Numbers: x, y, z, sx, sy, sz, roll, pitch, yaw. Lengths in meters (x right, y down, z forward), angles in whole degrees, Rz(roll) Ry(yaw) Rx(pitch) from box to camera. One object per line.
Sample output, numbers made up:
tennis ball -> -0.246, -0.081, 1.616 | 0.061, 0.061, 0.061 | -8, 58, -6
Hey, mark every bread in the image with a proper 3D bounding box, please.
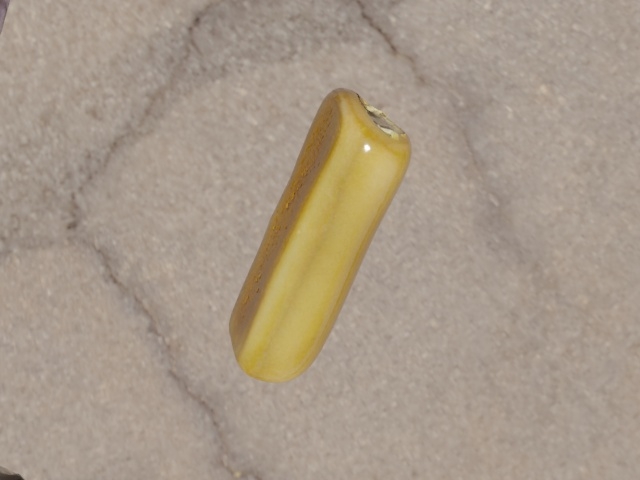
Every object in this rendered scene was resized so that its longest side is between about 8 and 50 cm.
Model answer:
bread -> 0.000, 0.000, 0.845 | 0.074, 0.092, 0.239 | 15, 117, -20

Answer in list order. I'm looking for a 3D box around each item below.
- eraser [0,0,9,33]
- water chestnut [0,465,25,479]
eraser -> -0.397, -0.128, 0.829 | 0.272, 0.122, 0.359 | 18, 91, 10
water chestnut -> -0.332, 0.198, 0.773 | 0.335, 0.335, 0.347 | 38, 92, -35
